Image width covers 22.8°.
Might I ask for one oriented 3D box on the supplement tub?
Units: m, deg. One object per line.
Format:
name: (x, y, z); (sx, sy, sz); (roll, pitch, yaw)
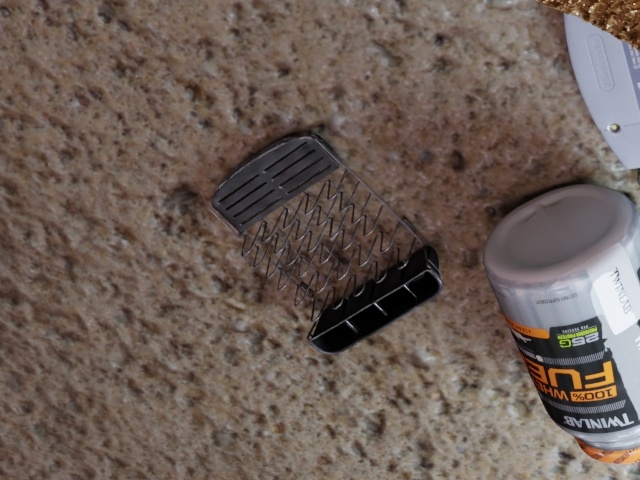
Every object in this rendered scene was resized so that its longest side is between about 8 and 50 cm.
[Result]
supplement tub: (0.333, 0.106, 1.908); (0.193, 0.193, 0.316); (-15, 122, 21)

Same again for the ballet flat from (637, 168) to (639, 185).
ballet flat: (0.495, -0.071, 1.834); (0.250, 0.058, 0.084); (6, 155, 14)

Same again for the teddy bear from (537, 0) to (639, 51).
teddy bear: (0.350, -0.234, 1.556); (0.338, 0.245, 0.113); (36, 110, 35)

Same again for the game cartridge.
game cartridge: (0.373, -0.219, 1.745); (0.196, 0.060, 0.294); (-12, 123, 16)

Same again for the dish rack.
dish rack: (0.000, 0.000, 1.973); (0.208, 0.074, 0.271); (-33, 114, 30)
